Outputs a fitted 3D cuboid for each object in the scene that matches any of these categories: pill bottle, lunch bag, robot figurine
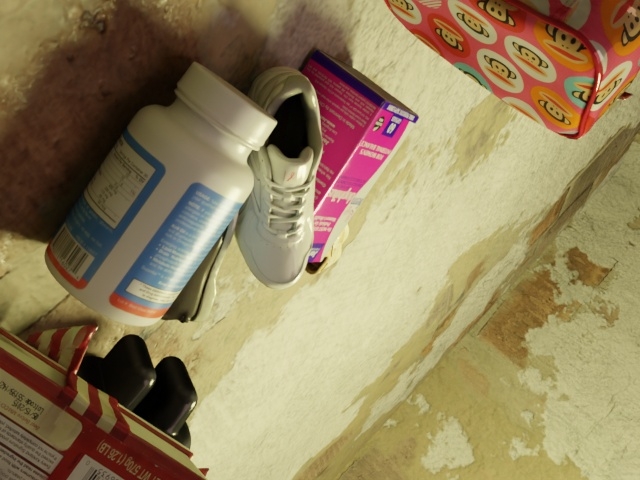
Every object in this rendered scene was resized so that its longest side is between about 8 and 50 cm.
[{"bbox_3d":[-0.138,-0.043,0.661,0.221,0.124,0.124,-53,158,8],"label":"pill bottle"},{"bbox_3d":[0.191,-0.234,0.762,0.120,0.293,0.258,-47,161,-5],"label":"lunch bag"},{"bbox_3d":[-0.257,0.245,0.818,0.278,0.209,0.173,-51,171,2],"label":"robot figurine"}]

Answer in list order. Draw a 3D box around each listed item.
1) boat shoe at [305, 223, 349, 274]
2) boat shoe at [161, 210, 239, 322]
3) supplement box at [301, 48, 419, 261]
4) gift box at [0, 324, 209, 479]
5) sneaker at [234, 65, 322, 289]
[{"bbox_3d":[0.000,0.000,1.067,0.059,0.063,0.170,-47,159,-24],"label":"boat shoe"},{"bbox_3d":[-0.139,-0.006,0.776,0.069,0.081,0.227,2,122,-27],"label":"boat shoe"},{"bbox_3d":[-0.003,-0.091,0.857,0.220,0.114,0.111,-55,158,16],"label":"supplement box"},{"bbox_3d":[-0.233,0.212,0.610,0.276,0.255,0.258,-52,-172,-18],"label":"gift box"},{"bbox_3d":[-0.042,-0.058,0.733,0.115,0.090,0.232,-138,-133,-75],"label":"sneaker"}]
